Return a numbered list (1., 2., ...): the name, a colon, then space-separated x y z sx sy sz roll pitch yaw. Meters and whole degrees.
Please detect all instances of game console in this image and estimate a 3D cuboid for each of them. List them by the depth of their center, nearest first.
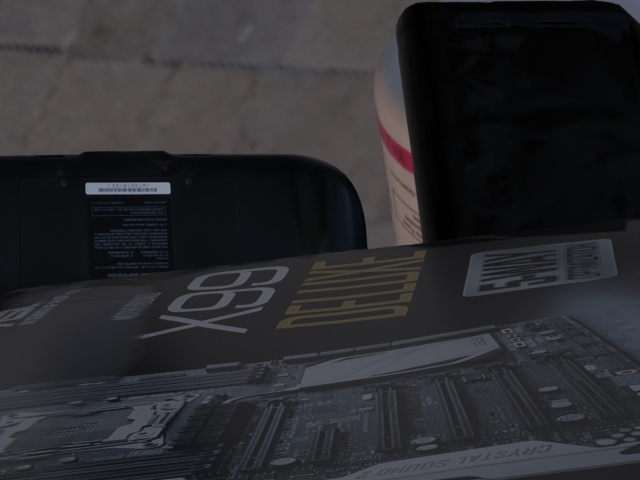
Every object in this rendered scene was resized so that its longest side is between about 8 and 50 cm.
1. game console: 0.000 0.000 0.805 0.361 0.213 0.044 -1 157 -12

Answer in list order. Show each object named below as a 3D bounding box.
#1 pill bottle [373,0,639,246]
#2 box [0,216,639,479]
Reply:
1. pill bottle: 0.123 0.012 1.076 0.160 0.160 0.283 -40 138 -32
2. box: 0.004 0.063 0.458 0.307 0.242 0.076 -54 137 -78
